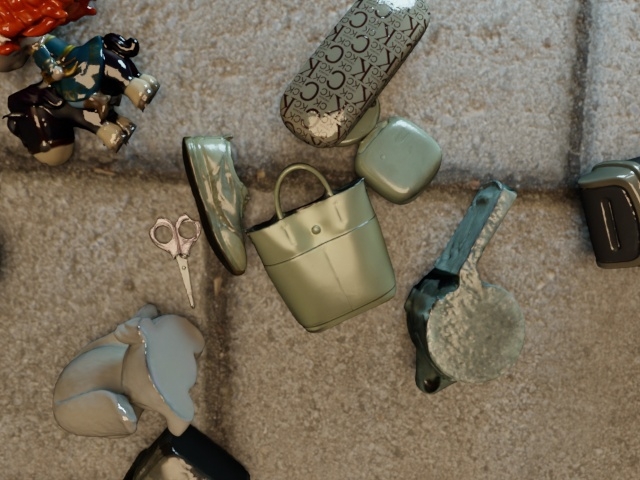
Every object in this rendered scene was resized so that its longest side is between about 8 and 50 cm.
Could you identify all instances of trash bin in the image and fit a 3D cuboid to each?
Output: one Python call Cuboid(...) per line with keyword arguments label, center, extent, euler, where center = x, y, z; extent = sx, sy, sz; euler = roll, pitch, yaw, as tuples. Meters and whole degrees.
Cuboid(label="trash bin", center=(0.645, -0.072, 1.291), extent=(0.290, 0.182, 0.209), euler=(-18, 98, -8))

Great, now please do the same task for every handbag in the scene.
Cuboid(label="handbag", center=(0.000, 0.000, 1.265), extent=(0.241, 0.109, 0.315), euler=(-25, 104, -3))

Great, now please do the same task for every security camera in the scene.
Cuboid(label="security camera", center=(0.088, -0.199, 1.280), extent=(0.301, 0.080, 0.157), euler=(40, 79, 3))

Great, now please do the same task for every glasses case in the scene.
Cuboid(label="glasses case", center=(0.064, -0.323, 1.226), extent=(0.137, 0.085, 0.354), euler=(36, 78, 6))

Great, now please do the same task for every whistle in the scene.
Cuboid(label="whistle", center=(0.268, 0.089, 1.285), extent=(0.188, 0.168, 0.404), euler=(-1, 93, -6))

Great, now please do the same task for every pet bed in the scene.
Cuboid(label="pet bed", center=(-0.257, 0.473, 1.282), extent=(0.211, 0.183, 0.159), euler=(41, 90, -8))

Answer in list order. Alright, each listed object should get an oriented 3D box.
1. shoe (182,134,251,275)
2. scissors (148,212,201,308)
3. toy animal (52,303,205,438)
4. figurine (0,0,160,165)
Cuboid(label="shoe", center=(-0.179, -0.069, 1.263), extent=(0.098, 0.103, 0.274), euler=(-17, 99, -14))
Cuboid(label="scissors", center=(-0.268, 0.043, 1.311), extent=(0.100, 0.015, 0.189), euler=(-12, 99, -5))
Cuboid(label="toy animal", center=(-0.369, 0.255, 1.243), extent=(0.265, 0.271, 0.206), euler=(-23, 128, 21))
Cuboid(label="figurine", center=(-0.478, -0.319, 1.164), extent=(0.306, 0.241, 0.411), euler=(-19, 118, 21))
